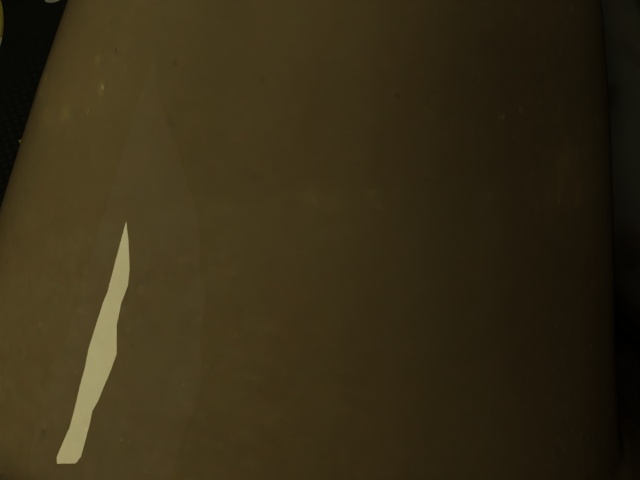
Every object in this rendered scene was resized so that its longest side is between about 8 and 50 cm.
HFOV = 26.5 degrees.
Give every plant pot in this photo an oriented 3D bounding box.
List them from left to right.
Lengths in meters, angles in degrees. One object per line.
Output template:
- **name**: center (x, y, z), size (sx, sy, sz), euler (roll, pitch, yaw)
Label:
- **plant pot**: center (0.000, 0.000, 0.450), size (0.263, 0.263, 0.229), euler (33, 120, 52)

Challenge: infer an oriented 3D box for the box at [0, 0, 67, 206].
- **box**: center (-0.110, -0.039, 0.631), size (0.060, 0.216, 0.270), euler (-9, 101, 65)
